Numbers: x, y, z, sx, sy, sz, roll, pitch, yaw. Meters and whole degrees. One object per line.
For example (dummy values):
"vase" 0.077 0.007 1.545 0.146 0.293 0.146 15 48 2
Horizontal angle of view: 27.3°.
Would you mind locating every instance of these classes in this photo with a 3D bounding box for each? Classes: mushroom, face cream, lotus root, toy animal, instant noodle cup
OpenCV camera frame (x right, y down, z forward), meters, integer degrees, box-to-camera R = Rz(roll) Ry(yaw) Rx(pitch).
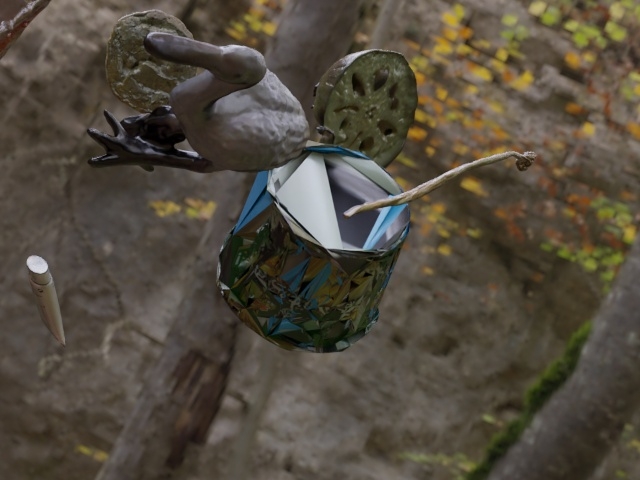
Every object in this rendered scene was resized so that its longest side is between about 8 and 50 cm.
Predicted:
"mushroom" 0.144 -0.069 1.540 0.026 0.286 0.028 -14 -88 59
"face cream" -0.264 0.060 1.269 0.038 0.020 0.115 42 -30 30
"lotus root" 0.044 -0.177 1.784 0.078 0.183 0.204 25 14 35
"toy animal" -0.079 -0.102 1.088 0.195 0.090 0.324 -3 -7 -19
"instant noodle cup" 0.000 0.000 1.651 0.240 0.240 0.178 27 -42 0

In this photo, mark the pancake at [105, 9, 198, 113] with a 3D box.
"pancake" -0.254 -0.269 1.977 0.158 0.158 0.028 38 -14 -22

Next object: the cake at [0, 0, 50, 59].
"cake" -0.487 -0.241 1.493 0.230 0.309 0.237 39 -56 -10
